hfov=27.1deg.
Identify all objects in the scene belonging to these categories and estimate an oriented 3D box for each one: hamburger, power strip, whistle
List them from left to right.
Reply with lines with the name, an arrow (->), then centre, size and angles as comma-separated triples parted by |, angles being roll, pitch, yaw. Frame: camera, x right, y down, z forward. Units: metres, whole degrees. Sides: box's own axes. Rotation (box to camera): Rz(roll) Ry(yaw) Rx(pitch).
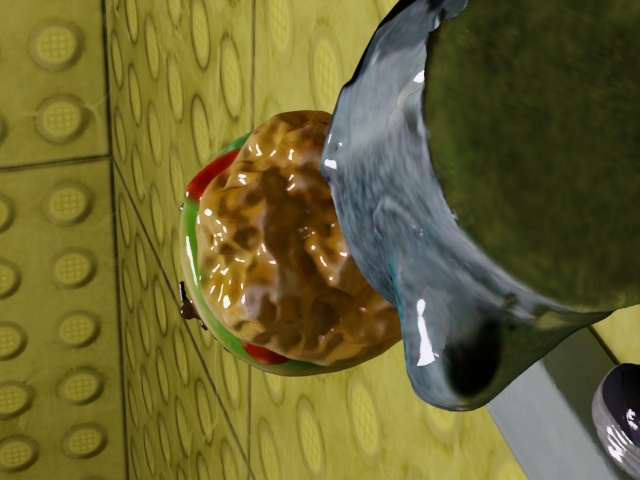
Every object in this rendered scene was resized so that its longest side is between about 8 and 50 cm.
hamburger -> 0.000, 0.000, 1.092 | 0.149, 0.237, 0.237 | 146, 115, -72
whistle -> 0.101, -0.115, 0.748 | 0.168, 0.188, 0.404 | 147, 114, -72
power strip -> 0.194, 0.173, 0.801 | 0.385, 0.062, 0.091 | -119, 26, -49

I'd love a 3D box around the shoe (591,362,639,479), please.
shoe -> 0.212, 0.095, 0.704 | 0.169, 0.071, 0.099 | -130, 39, -53
